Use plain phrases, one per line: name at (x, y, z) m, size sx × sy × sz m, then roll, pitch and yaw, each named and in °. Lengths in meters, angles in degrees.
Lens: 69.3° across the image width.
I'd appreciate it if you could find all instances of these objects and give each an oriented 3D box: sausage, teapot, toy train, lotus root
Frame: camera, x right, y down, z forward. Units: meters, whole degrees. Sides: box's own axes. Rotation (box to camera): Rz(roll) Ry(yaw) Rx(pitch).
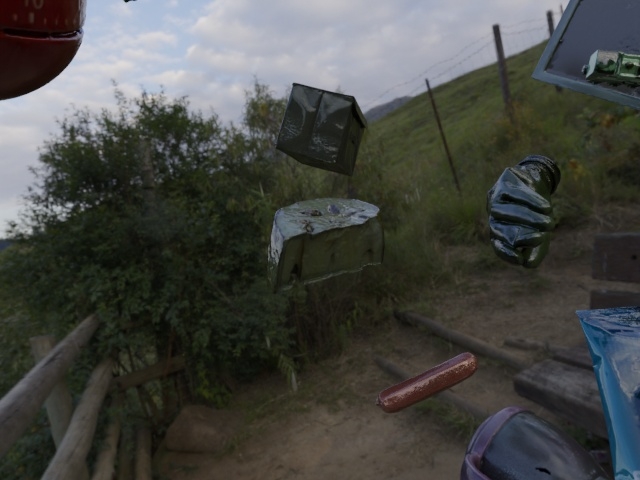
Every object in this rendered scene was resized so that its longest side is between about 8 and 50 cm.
sausage at (0.140, 0.188, 0.608) m, size 0.146 × 0.035 × 0.030 m, roll -25°, pitch -17°, yaw -4°
teapot at (0.212, 0.227, 0.431) m, size 0.116 × 0.148 × 0.146 m, roll -50°, pitch 33°, yaw -16°
toy train at (0.371, -0.211, 0.571) m, size 0.083 × 0.033 × 0.053 m, roll 11°, pitch 6°, yaw 12°
lotus root at (0.000, 0.000, 0.812) m, size 0.234 × 0.119 × 0.138 m, roll -17°, pitch 34°, yaw -34°

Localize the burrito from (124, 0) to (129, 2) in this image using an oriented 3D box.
burrito at (-0.317, -0.577, 0.826) m, size 0.054 × 0.288 × 0.104 m, roll 25°, pitch 25°, yaw 26°

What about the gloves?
gloves at (0.317, -0.047, 0.723) m, size 0.107 × 0.135 × 0.268 m, roll -23°, pitch 17°, yaw 37°

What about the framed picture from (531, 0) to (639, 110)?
framed picture at (0.467, -0.291, 0.638) m, size 0.016 × 0.217 × 0.273 m, roll 0°, pitch 29°, yaw -47°

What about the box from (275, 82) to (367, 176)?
box at (0.014, -0.253, 1.101) m, size 0.155 × 0.149 × 0.231 m, roll 16°, pitch 4°, yaw 11°

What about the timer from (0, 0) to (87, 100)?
timer at (-0.497, -0.336, 0.569) m, size 0.377 × 0.279 × 0.378 m, roll 19°, pitch 27°, yaw -10°

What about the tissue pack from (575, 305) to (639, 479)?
tissue pack at (0.192, 0.095, 0.241) m, size 0.085 × 0.138 × 0.028 m, roll -3°, pitch -36°, yaw 16°
